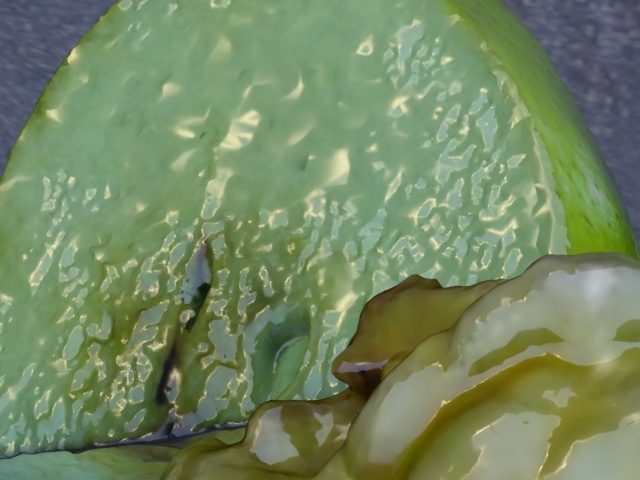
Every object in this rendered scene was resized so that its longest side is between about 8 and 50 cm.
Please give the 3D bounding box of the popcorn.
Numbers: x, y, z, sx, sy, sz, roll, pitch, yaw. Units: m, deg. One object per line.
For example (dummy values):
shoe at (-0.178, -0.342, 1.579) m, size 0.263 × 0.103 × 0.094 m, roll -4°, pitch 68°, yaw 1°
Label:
popcorn at (0.098, 0.103, 0.562) m, size 0.286 × 0.174 × 0.225 m, roll 31°, pitch 94°, yaw -3°

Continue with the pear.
pear at (0.000, 0.000, 0.789) m, size 0.292 × 0.292 × 0.159 m, roll -57°, pitch 144°, yaw -3°
